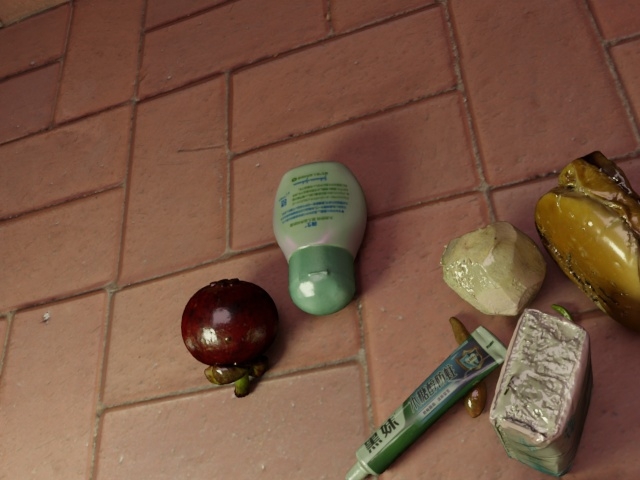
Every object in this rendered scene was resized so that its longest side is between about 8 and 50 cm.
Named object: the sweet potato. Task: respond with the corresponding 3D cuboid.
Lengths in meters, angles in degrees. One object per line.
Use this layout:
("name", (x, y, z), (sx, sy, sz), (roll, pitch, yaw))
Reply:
("sweet potato", (0.288, 0.236, 1.265), (0.050, 0.050, 0.214), (-14, 53, 15))

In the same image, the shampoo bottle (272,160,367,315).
("shampoo bottle", (0.000, 0.000, 1.458), (0.221, 0.151, 0.350), (-9, 58, 11))

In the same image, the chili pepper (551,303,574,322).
("chili pepper", (0.471, 0.155, 1.251), (0.030, 0.017, 0.083), (-18, 57, 14))

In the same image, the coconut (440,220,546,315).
("coconut", (0.346, 0.058, 1.269), (0.194, 0.194, 0.195), (-10, 58, 17))

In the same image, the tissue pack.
("tissue pack", (0.373, 0.259, 1.076), (0.124, 0.271, 0.202), (11, 66, 30))

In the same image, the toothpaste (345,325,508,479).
("toothpaste", (0.190, 0.318, 1.218), (0.392, 0.061, 0.099), (-46, 35, 4))

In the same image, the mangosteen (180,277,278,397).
("mangosteen", (-0.192, 0.212, 1.400), (0.215, 0.215, 0.258), (-1, 96, 22))

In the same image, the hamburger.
("hamburger", (0.520, 0.002, 1.156), (0.174, 0.284, 0.304), (-38, 54, 1))
